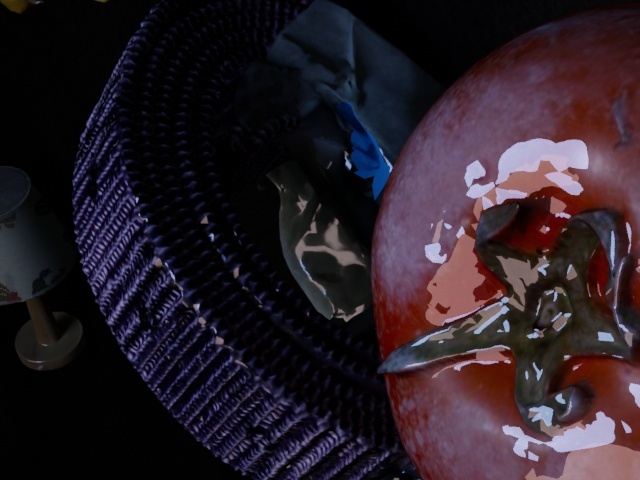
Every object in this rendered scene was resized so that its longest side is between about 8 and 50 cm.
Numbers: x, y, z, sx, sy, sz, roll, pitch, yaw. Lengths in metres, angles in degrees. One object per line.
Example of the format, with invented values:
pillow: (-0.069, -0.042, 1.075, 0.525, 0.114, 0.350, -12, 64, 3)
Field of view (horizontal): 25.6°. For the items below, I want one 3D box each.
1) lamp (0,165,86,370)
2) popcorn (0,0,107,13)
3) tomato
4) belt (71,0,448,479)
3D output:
lamp: (-0.293, 0.034, 1.378, 0.121, 0.121, 0.215, 34, 147, 36)
popcorn: (-0.172, -0.260, 0.973, 0.168, 0.173, 0.195, -5, 102, 32)
tomato: (0.156, 0.025, 0.646, 0.270, 0.227, 0.270, 3, 95, 44)
belt: (0.000, 0.000, 0.812, 0.325, 0.260, 0.122, 54, 141, 13)
